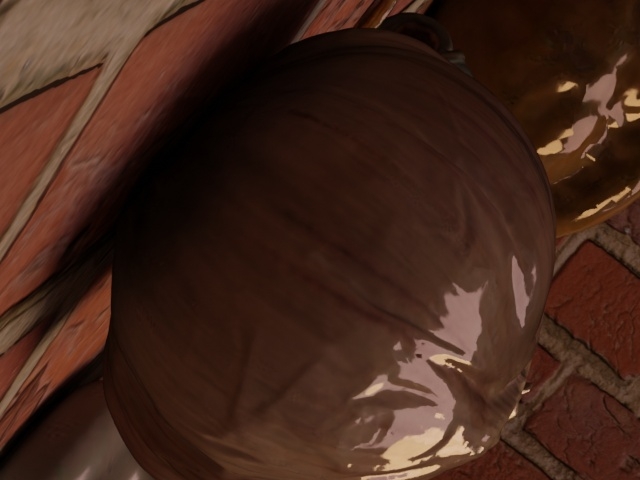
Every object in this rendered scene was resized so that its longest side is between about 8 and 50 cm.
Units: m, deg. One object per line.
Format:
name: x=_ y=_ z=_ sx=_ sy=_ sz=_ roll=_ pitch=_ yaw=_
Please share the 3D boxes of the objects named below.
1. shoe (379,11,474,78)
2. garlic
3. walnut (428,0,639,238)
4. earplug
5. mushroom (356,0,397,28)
shoe: x=0.065 y=-0.148 z=1.455 sx=0.251 sy=0.103 sz=0.100 roll=172 pitch=-87 yaw=-76
garlic: x=0.017 y=0.023 z=1.000 sx=0.317 sy=0.259 sz=0.317 roll=-48 pitch=179 yaw=-1
walnut: x=0.264 y=-0.190 z=1.899 sx=0.383 sy=0.383 sz=0.383 roll=-52 pitch=177 yaw=-4
earplug: x=-0.158 y=0.206 z=1.332 sx=0.325 sy=0.175 sz=0.214 roll=-8 pitch=147 yaw=-41
mushroom: x=0.060 y=-0.201 z=1.349 sx=0.026 sy=0.028 sz=0.286 roll=18 pitch=-118 yaw=47
